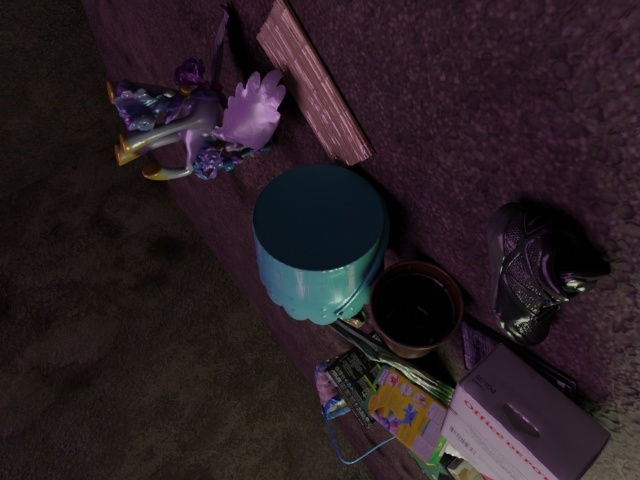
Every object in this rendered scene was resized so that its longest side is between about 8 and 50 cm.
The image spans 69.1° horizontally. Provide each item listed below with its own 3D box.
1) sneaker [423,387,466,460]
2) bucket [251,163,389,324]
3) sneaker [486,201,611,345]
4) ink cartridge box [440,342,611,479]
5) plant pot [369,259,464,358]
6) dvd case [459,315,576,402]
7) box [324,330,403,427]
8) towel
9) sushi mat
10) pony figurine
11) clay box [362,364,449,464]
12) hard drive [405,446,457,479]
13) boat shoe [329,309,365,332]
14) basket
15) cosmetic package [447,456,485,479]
[{"bbox_3d":[0.304,0.479,1.127,0.232,0.115,0.090,45,-179,18],"label":"sneaker"},{"bbox_3d":[0.000,0.000,0.900,0.281,0.281,0.183,46,159,25],"label":"bucket"},{"bbox_3d":[0.291,0.069,0.601,0.130,0.087,0.228,37,148,55],"label":"sneaker"},{"bbox_3d":[0.337,0.339,0.815,0.207,0.117,0.283,42,158,31],"label":"ink cartridge box"},{"bbox_3d":[0.176,0.148,0.894,0.167,0.167,0.165,46,165,24],"label":"plant pot"},{"bbox_3d":[0.347,0.243,0.840,0.221,0.018,0.165,33,151,47],"label":"dvd case"},{"bbox_3d":[0.136,0.383,1.294,0.191,0.184,0.045,53,157,4],"label":"box"},{"bbox_3d":[0.159,0.273,1.088,0.324,0.038,0.247,35,175,-33],"label":"towel"},{"bbox_3d":[-0.016,-0.277,0.863,0.317,0.019,0.151,58,161,-7],"label":"sushi mat"},{"bbox_3d":[-0.250,-0.275,1.001,0.303,0.363,0.351,63,151,23],"label":"pony figurine"},{"bbox_3d":[0.210,0.405,1.104,0.053,0.128,0.222,28,180,-41],"label":"clay box"},{"bbox_3d":[0.418,0.754,1.401,0.339,0.064,0.237,52,159,9],"label":"hard drive"},{"bbox_3d":[0.018,0.128,1.294,0.103,0.113,0.302,-21,115,45],"label":"boat shoe"},{"bbox_3d":[0.114,0.478,1.391,0.289,0.254,0.201,59,161,25],"label":"basket"},{"bbox_3d":[0.409,0.654,1.275,0.115,0.060,0.041,53,160,3],"label":"cosmetic package"}]
